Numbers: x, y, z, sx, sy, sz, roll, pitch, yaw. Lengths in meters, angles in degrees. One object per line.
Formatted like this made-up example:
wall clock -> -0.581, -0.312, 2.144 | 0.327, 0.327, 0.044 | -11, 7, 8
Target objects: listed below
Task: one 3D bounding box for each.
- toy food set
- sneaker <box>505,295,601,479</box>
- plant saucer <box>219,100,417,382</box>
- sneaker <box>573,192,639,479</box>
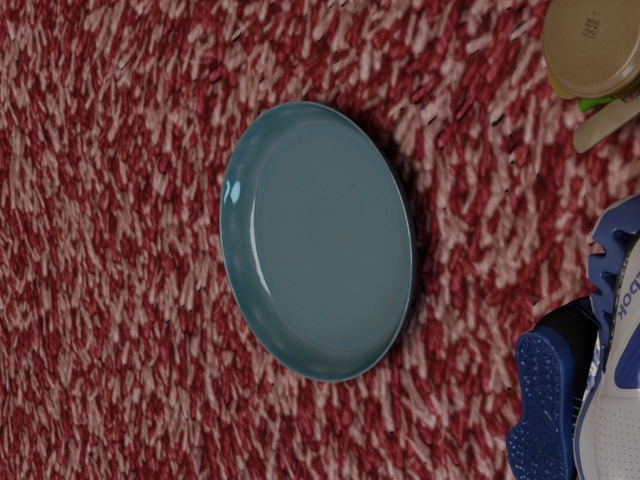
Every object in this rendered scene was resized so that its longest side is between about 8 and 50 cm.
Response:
toy food set -> 0.251, -0.186, 1.198 | 0.132, 0.038, 0.192 | -36, 63, 39
sneaker -> 0.234, 0.154, 1.259 | 0.081, 0.090, 0.232 | 36, 144, 36
plant saucer -> 0.000, 0.000, 1.500 | 0.317, 0.043, 0.318 | 12, 107, 45
sneaker -> 0.306, 0.123, 1.091 | 0.182, 0.127, 0.316 | -164, 70, -69
